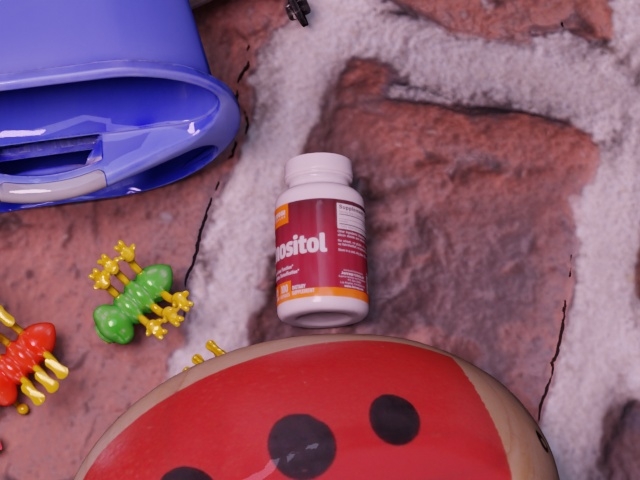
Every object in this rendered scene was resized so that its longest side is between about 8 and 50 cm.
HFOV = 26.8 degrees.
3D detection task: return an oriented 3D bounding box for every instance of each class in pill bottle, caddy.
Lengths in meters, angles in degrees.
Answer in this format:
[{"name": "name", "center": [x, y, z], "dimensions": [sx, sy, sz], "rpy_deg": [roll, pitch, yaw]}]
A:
[{"name": "pill bottle", "center": [0.000, 0.000, 1.253], "dimensions": [0.086, 0.086, 0.152], "rpy_deg": [0, 72, -6]}, {"name": "caddy", "center": [-0.244, -0.115, 1.183], "dimensions": [0.341, 0.241, 0.179], "rpy_deg": [-8, 68, -8]}]

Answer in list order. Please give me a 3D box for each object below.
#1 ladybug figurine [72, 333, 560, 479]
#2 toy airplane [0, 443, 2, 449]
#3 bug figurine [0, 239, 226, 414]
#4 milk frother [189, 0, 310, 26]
[{"name": "ladybug figurine", "center": [0.007, 0.232, 1.099], "dimensions": [0.449, 0.162, 0.305], "rpy_deg": [-8, 91, -19]}, {"name": "toy airplane", "center": [-0.313, 0.230, 1.178], "dimensions": [0.151, 0.028, 0.151], "rpy_deg": [2, 73, -7]}, {"name": "bug figurine", "center": [-0.168, 0.141, 1.196], "dimensions": [0.279, 0.072, 0.216], "rpy_deg": [45, 80, 3]}, {"name": "milk frother", "center": [-0.097, -0.250, 1.319], "dimensions": [0.135, 0.129, 0.143], "rpy_deg": [-18, 106, 23]}]
